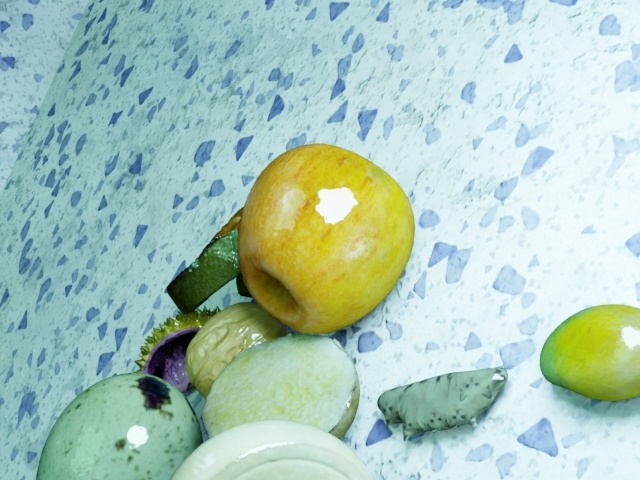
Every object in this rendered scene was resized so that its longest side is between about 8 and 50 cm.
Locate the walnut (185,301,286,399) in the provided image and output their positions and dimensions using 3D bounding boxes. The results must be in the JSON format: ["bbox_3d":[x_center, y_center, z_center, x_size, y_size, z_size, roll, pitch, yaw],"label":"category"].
[{"bbox_3d":[-0.149,0.203,1.842,0.207,0.159,0.159,-47,36,10],"label":"walnut"}]

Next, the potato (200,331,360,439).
[{"bbox_3d":[-0.045,0.271,1.680,0.299,0.116,0.239,-5,51,34],"label":"potato"}]

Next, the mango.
[{"bbox_3d":[0.361,0.146,1.314,0.194,0.091,0.130,-27,47,50],"label":"mango"}]

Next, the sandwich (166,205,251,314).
[{"bbox_3d":[-0.135,0.036,1.930,0.250,0.162,0.301,-36,8,41],"label":"sandwich"}]

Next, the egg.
[{"bbox_3d":[-0.358,0.424,1.822,0.287,0.287,0.379,1,78,51],"label":"egg"}]

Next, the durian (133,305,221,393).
[{"bbox_3d":[-0.264,0.202,2.029,0.260,0.154,0.186,-36,15,17],"label":"durian"}]

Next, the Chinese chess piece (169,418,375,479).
[{"bbox_3d":[-0.069,0.418,1.424,0.338,0.338,0.140,-63,20,-6],"label":"Chinese chess piece"}]

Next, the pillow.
[{"bbox_3d":[0.173,0.243,1.500,0.241,0.051,0.093,-20,50,39],"label":"pillow"}]

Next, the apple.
[{"bbox_3d":[0.000,0.000,1.676,0.275,0.299,0.299,-53,33,-16],"label":"apple"}]
